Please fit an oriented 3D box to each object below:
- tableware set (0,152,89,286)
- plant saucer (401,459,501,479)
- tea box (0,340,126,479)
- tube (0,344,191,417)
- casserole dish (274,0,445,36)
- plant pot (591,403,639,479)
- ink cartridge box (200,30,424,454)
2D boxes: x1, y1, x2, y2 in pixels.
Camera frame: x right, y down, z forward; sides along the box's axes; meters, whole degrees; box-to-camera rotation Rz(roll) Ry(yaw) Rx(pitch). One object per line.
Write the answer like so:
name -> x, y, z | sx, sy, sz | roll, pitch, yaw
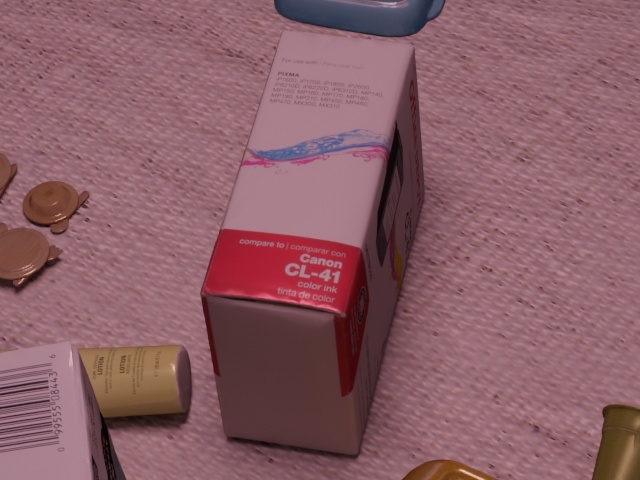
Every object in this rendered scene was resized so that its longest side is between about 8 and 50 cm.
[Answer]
tableware set -> -0.314, -0.023, 1.927 | 0.169, 0.020, 0.141 | 18, 54, 20
plant saucer -> 0.143, 0.302, 1.518 | 0.333, 0.081, 0.333 | 22, 38, 21
tea box -> -0.239, 0.310, 1.462 | 0.220, 0.323, 0.329 | -10, 52, -1
tube -> -0.238, 0.130, 1.776 | 0.240, 0.062, 0.070 | -3, 11, 10
casserole dish -> 0.038, -0.272, 2.074 | 0.188, 0.037, 0.114 | 12, 55, 14
plant pot -> 0.262, 0.192, 1.665 | 0.083, 0.083, 0.079 | 18, 68, 19
ink cartridge box -> 0.000, 0.000, 1.744 | 0.131, 0.226, 0.306 | 9, 54, 12
